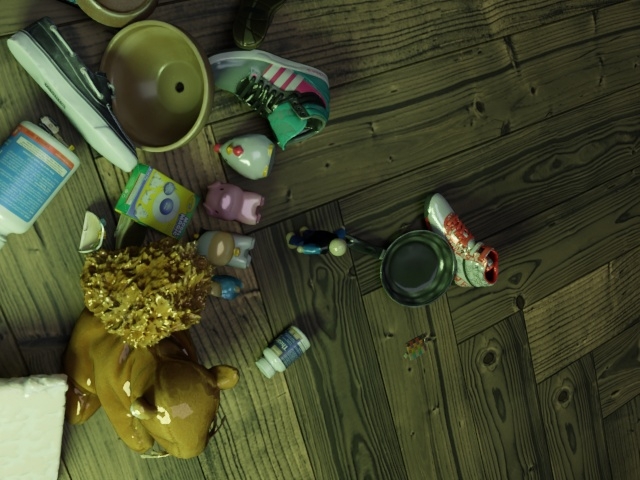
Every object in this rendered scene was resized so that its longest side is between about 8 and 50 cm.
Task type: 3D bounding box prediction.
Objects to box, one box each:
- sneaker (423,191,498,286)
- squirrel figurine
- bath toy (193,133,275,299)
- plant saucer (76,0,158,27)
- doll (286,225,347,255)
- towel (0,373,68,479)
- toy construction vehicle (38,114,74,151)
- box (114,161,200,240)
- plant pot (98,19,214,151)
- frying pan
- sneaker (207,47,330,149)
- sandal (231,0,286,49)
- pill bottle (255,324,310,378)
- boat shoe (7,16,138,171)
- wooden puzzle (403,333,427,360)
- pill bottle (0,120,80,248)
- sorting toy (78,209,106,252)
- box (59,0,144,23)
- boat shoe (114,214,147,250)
[{"bbox_3d":[0.363,-0.002,1.676,0.090,0.145,0.270,-36,114,-35],"label":"sneaker"},{"bbox_3d":[-0.307,0.195,1.196,0.280,0.370,0.397,-9,104,-28],"label":"squirrel figurine"},{"bbox_3d":[-0.191,-0.060,1.382,0.128,0.151,0.349,14,88,2],"label":"bath toy"},{"bbox_3d":[-0.367,-0.473,1.201,0.168,0.029,0.169,-5,101,-28],"label":"plant saucer"},{"bbox_3d":[0.000,0.000,1.454,0.129,0.189,0.046,-24,108,-24],"label":"doll"},{"bbox_3d":[-0.624,0.362,1.158,0.331,0.053,0.317,-1,126,-28],"label":"towel"},{"bbox_3d":[-0.479,-0.226,1.249,0.098,0.035,0.086,48,67,-23],"label":"toy construction vehicle"},{"bbox_3d":[-0.312,-0.069,1.322,0.179,0.043,0.105,35,77,-57],"label":"box"},{"bbox_3d":[-0.292,-0.292,1.267,0.109,0.237,0.238,-30,117,-66],"label":"plant pot"},{"bbox_3d":[0.177,0.069,1.644,0.326,0.053,0.197,0,102,-12],"label":"frying pan"},{"bbox_3d":[-0.101,-0.280,1.375,0.295,0.124,0.179,4,62,-30],"label":"sneaker"},{"bbox_3d":[-0.125,-0.462,1.374,0.089,0.060,0.219,15,59,-1],"label":"sandal"},{"bbox_3d":[-0.087,0.254,1.510,0.120,0.067,0.067,-40,114,-19],"label":"pill bottle"},{"bbox_3d":[-0.421,-0.264,1.207,0.102,0.108,0.301,-45,105,-22],"label":"boat shoe"},{"bbox_3d":[0.248,0.280,1.736,0.083,0.006,0.049,-24,108,-25],"label":"wooden puzzle"},{"bbox_3d":[-0.542,-0.091,1.176,0.124,0.124,0.222,41,76,-27],"label":"pill bottle"},{"bbox_3d":[-0.430,-0.012,1.277,0.044,0.075,0.083,10,92,-30],"label":"sorting toy"},{"bbox_3d":[-0.432,-0.578,1.201,0.293,0.073,0.296,15,91,-30],"label":"box"},{"bbox_3d":[-0.378,-0.039,1.325,0.056,0.048,0.153,6,101,-56],"label":"boat shoe"}]
